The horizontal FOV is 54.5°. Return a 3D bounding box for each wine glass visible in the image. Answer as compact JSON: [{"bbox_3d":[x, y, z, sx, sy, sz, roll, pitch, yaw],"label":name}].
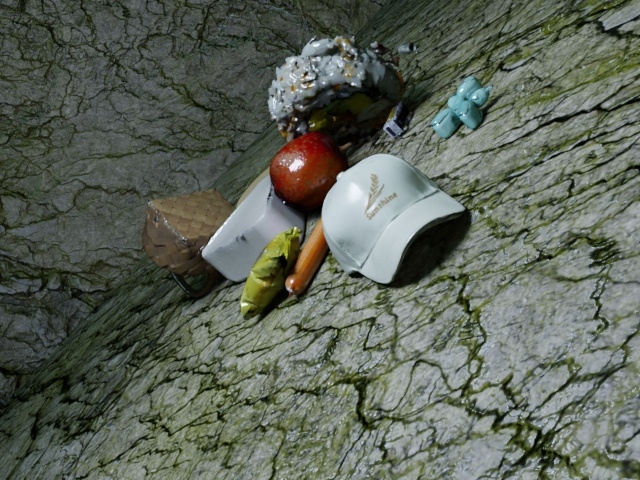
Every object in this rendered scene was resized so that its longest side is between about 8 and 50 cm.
[{"bbox_3d":[0.319,-0.705,2.283,0.083,0.042,0.038,-145,69,-69],"label":"wine glass"}]

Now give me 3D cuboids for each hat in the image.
[{"bbox_3d":[0.114,-0.051,1.158,0.258,0.168,0.301,-47,18,0],"label":"hat"}]

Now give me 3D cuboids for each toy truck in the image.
[{"bbox_3d":[0.212,-0.332,1.716,0.063,0.052,0.123,-36,19,40],"label":"toy truck"}]

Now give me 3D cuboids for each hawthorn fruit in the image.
[{"bbox_3d":[-0.015,-0.192,1.697,0.250,0.215,0.215,-28,21,6],"label":"hawthorn fruit"}]

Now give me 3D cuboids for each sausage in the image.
[{"bbox_3d":[0.000,0.000,1.479,0.053,0.053,0.347,-25,28,48],"label":"sausage"}]

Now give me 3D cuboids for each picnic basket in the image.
[{"bbox_3d":[-0.414,0.032,1.998,0.337,0.337,0.293,-46,61,-1],"label":"picnic basket"}]

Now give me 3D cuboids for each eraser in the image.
[{"bbox_3d":[-0.160,-0.054,1.801,0.331,0.150,0.331,-42,21,20],"label":"eraser"}]

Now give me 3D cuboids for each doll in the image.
[{"bbox_3d":[0.323,-0.305,1.406,0.158,0.059,0.159,-53,18,-15],"label":"doll"}]

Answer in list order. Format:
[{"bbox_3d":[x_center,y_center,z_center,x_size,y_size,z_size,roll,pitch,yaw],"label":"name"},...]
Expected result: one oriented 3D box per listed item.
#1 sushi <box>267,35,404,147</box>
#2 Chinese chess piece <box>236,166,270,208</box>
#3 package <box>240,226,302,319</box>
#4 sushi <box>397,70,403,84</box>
[{"bbox_3d":[0.052,-0.398,1.750,0.418,0.418,0.175,-35,62,31],"label":"sushi"},{"bbox_3d":[-0.166,-0.159,2.103,0.273,0.102,0.273,-39,21,18],"label":"Chinese chess piece"},{"bbox_3d":[-0.119,0.077,1.470,0.226,0.090,0.168,-60,1,31],"label":"package"},{"bbox_3d":[0.228,-0.494,2.004,0.118,0.061,0.060,-49,30,-4],"label":"sushi"}]
